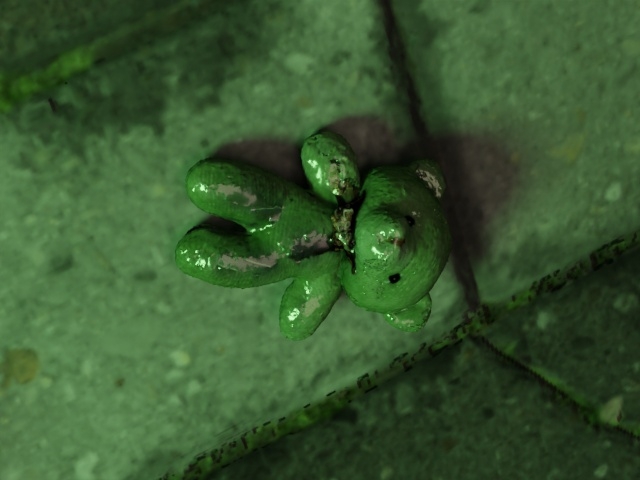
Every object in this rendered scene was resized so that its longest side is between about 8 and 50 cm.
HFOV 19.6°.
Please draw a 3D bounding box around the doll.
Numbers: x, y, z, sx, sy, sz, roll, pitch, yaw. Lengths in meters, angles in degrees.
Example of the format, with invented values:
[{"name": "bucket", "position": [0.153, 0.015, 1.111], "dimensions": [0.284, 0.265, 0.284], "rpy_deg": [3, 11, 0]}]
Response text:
[{"name": "doll", "position": [0.000, 0.000, 0.976], "dimensions": [0.150, 0.077, 0.115], "rpy_deg": [4, 97, -16]}]
